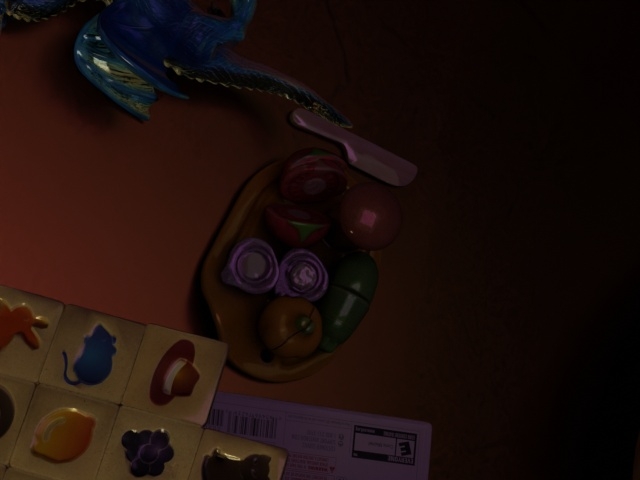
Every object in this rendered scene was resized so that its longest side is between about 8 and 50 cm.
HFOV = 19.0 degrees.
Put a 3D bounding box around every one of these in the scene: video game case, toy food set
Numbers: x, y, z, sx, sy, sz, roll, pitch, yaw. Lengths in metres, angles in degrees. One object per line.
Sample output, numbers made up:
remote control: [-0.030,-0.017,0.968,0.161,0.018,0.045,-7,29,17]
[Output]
video game case: [-0.020,0.216,1.399,0.212,0.023,0.193,11,77,-26]
toy food set: [0.000,0.000,1.418,0.128,0.071,0.218,33,68,-19]

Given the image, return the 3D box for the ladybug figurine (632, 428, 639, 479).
ladybug figurine: [0.406,0.140,1.550,0.449,0.162,0.305,-43,101,-25]

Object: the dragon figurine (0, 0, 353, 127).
dragon figurine: [-0.121,-0.142,1.372,0.289,0.085,0.144,45,65,-13]

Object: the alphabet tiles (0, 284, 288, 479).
alphabet tiles: [-0.207,0.171,1.216,0.342,0.011,0.285,14,72,9]
